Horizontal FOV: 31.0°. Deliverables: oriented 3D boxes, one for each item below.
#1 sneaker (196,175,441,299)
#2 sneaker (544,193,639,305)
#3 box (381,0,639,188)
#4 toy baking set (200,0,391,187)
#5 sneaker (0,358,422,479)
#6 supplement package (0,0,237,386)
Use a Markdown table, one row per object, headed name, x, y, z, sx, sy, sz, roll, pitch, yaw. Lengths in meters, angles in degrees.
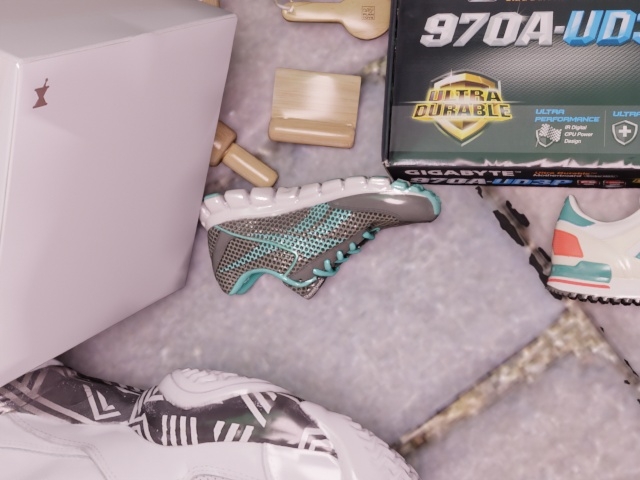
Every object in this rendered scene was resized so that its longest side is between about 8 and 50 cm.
| name | x | y | z | sx | sy | sz | roll | pitch | yaw |
| --- | --- | --- | --- | --- | --- | --- | --- | --- | --- |
| sneaker | 0.000 | 0.000 | 0.758 | 0.166 | 0.065 | 0.076 | -7 | 85 | 20 |
| sneaker | 0.219 | 0.004 | 0.701 | 0.161 | 0.057 | 0.075 | 3 | 85 | 17 |
| box | 0.155 | -0.123 | 0.745 | 0.220 | 0.051 | 0.175 | 2 | 79 | 14 |
| toy baking set | -0.069 | -0.161 | 0.793 | 0.256 | 0.030 | 0.197 | 31 | 91 | 1 |
| sneaker | -0.129 | 0.184 | 0.688 | 0.366 | 0.137 | 0.210 | 8 | 66 | 20 |
| supplement package | -0.226 | -0.075 | 0.706 | 0.263 | 0.199 | 0.198 | 24 | 116 | 21 |
